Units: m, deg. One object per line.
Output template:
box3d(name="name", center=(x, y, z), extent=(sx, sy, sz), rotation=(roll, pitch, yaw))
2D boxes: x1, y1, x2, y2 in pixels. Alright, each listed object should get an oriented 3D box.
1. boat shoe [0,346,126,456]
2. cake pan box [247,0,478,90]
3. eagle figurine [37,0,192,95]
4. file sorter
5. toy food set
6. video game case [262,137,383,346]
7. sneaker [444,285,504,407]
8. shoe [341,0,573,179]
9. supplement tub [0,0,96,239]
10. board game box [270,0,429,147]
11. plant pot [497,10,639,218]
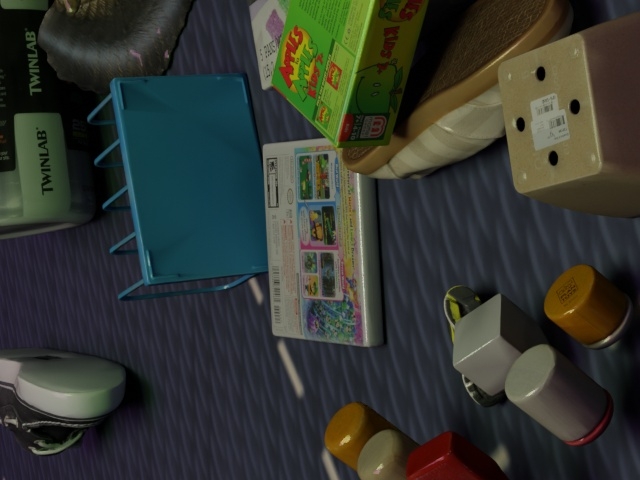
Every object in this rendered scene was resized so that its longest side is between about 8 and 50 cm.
box3d(name="boat shoe", center=(-0.278, 0.175, 1.558), extent=(0.301, 0.108, 0.102), rotation=(3, 97, 61))
box3d(name="cake pan box", center=(0.022, -0.255, 1.042), extent=(0.267, 0.070, 0.246), rotation=(-22, 73, 57))
box3d(name="eagle figurine", center=(-0.198, -0.281, 1.328), extent=(0.226, 0.225, 0.298), rotation=(-55, -4, -9))
box3d(name="file sorter", center=(-0.121, -0.042, 1.258), extent=(0.104, 0.118, 0.170), rotation=(-27, 71, 60))
box3d(name="toy food set", center=(0.114, 0.119, 0.925), extent=(0.232, 0.104, 0.111), rotation=(-37, 27, 31))
box3d(name="video game case", center=(0.000, 0.000, 1.160), extent=(0.143, 0.019, 0.157), rotation=(1, 94, 58))
box3d(name="sneaker", center=(0.103, 0.069, 0.996), extent=(0.035, 0.031, 0.083), rotation=(-100, -5, -89))
box3d(name="shoe", center=(0.095, -0.096, 0.964), extent=(0.219, 0.058, 0.077), rotation=(-34, 35, 51))
box3d(name="supplement tub", center=(-0.338, -0.163, 1.522), extent=(0.193, 0.193, 0.316), rotation=(-11, 85, 59))
box3d(name="board game box", center=(0.025, -0.160, 0.945), extent=(0.092, 0.043, 0.181), rotation=(48, 132, 45))
box3d(name="plant pot", center=(0.159, -0.070, 0.814), extent=(0.109, 0.096, 0.109), rotation=(-14, 81, 58))
